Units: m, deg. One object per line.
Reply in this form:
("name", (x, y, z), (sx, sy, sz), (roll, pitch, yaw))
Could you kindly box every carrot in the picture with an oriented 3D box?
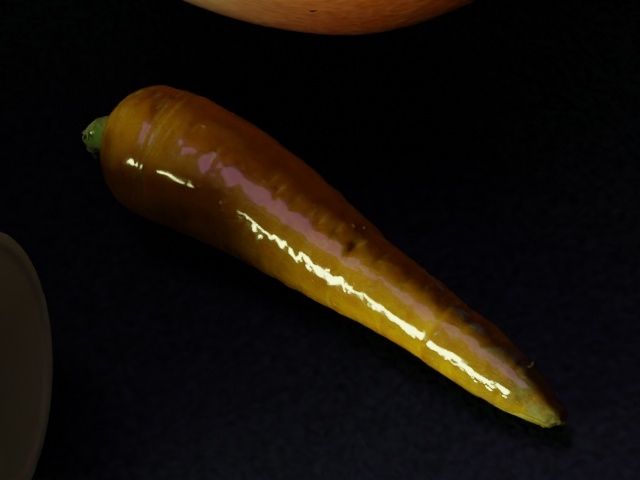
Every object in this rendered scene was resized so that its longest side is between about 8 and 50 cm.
("carrot", (0.000, 0.000, 0.682), (0.256, 0.061, 0.061), (29, 67, 26))

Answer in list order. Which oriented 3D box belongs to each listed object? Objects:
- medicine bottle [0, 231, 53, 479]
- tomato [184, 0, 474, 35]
("medicine bottle", (-0.246, 0.051, 0.661), (0.249, 0.133, 0.133), (1, 56, 17))
("tomato", (-0.020, -0.249, 0.700), (0.341, 0.341, 0.273), (38, 85, 33))
